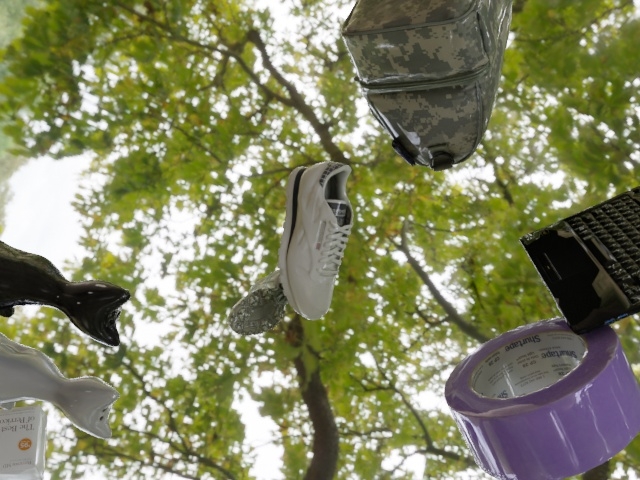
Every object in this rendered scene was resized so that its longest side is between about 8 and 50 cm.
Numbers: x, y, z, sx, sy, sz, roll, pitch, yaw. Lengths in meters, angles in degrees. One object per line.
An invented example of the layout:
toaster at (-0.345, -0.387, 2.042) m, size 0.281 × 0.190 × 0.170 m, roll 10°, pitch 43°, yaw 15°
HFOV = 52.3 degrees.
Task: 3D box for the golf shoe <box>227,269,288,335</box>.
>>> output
golf shoe at (-0.093, 0.098, 1.056) m, size 0.086 × 0.069 × 0.176 m, roll -8°, pitch -161°, yaw 46°

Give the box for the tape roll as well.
tape roll at (0.233, 0.162, 0.690) m, size 0.188 × 0.080 × 0.189 m, roll -27°, pitch -170°, yaw 5°

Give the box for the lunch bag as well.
lunch bag at (0.186, -0.291, 1.000) m, size 0.212 × 0.256 × 0.305 m, roll -2°, pitch -133°, yaw 30°

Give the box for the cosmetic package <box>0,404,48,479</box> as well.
cosmetic package at (-0.526, 0.305, 0.937) m, size 0.060 × 0.238 × 0.099 m, roll 103°, pitch -21°, yaw -55°

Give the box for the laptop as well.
laptop at (0.352, -0.054, 0.722) m, size 0.264 × 0.137 × 0.234 m, roll -25°, pitch -159°, yaw 13°

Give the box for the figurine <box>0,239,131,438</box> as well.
figurine at (-0.322, 0.121, 0.762) m, size 0.092 × 0.209 × 0.215 m, roll -49°, pitch 152°, yaw -66°

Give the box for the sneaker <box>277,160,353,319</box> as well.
sneaker at (0.000, 0.000, 0.963) m, size 0.094 × 0.090 × 0.235 m, roll -3°, pitch -94°, yaw 39°
